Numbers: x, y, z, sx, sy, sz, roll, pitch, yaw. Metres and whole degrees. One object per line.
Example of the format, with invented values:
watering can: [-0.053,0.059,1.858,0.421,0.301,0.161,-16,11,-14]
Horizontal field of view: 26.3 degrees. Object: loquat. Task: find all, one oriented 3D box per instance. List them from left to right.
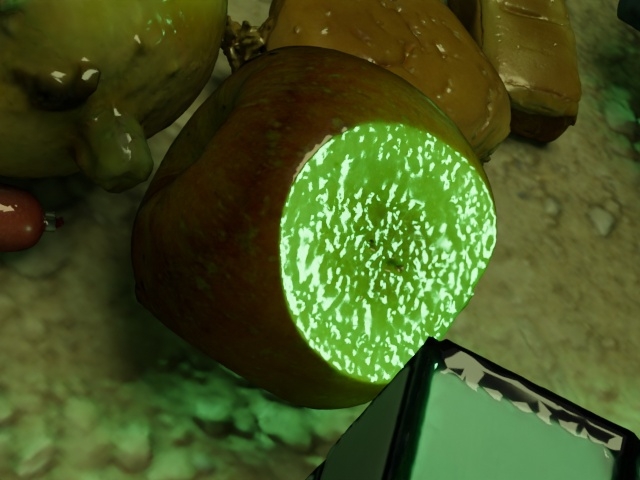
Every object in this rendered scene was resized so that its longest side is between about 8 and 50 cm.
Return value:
loquat: [-0.123,-0.102,0.609,0.172,0.149,0.204,-7,52,-31]

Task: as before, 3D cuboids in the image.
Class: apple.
apple: [0.003,-0.005,0.600,0.147,0.163,0.146,36,88,-15]

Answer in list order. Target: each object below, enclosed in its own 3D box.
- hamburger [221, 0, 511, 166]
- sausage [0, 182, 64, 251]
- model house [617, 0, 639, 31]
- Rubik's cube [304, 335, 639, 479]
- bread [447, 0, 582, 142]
hamburger: [0.025,-0.083,0.737,0.147,0.083,0.138,-11,56,-41]
sausage: [-0.231,-0.026,0.567,0.253,0.034,0.034,10,49,-24]
model house: [0.396,-0.073,0.799,0.334,0.342,0.382,23,53,-24]
Rubik's cube: [0.061,0.174,0.481,0.183,0.167,0.180,27,45,-6]
bread: [0.119,-0.123,0.847,0.074,0.053,0.132,14,50,-21]
